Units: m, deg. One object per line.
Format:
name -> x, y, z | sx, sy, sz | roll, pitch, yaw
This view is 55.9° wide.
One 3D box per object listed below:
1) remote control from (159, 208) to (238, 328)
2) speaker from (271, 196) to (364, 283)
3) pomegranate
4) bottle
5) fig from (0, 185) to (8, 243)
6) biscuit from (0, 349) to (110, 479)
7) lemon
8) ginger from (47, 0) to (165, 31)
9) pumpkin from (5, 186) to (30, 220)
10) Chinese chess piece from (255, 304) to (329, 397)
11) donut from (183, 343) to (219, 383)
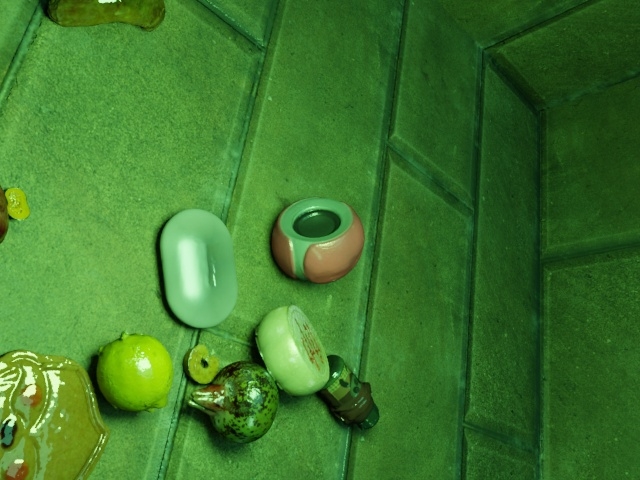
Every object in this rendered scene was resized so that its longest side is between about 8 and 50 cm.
remote control -> -0.331, 0.075, 1.661 | 0.221, 0.103, 0.332 | -2, 80, -40
speaker -> 0.000, 0.000, 1.892 | 0.294, 0.294, 0.294 | 15, 68, -43
pomegranate -> -0.235, 0.421, 1.597 | 0.248, 0.214, 0.214 | 15, 68, -33
bottle -> 0.090, 0.496, 1.950 | 0.156, 0.143, 0.271 | -46, 111, -15
fig -> -0.745, -0.059, 1.227 | 0.205, 0.205, 0.205 | 15, 68, -43
biscuit -> -0.660, 0.401, 1.265 | 0.455, 0.078, 0.350 | 22, 67, -40
lemon -> -0.437, 0.317, 1.436 | 0.173, 0.173, 0.206 | -33, 92, -45
ginger -> -0.556, -0.646, 1.597 | 0.321, 0.172, 0.165 | -14, 49, -44
pumpkin -> -0.698, -0.080, 1.384 | 0.050, 0.028, 0.083 | 3, 68, -43
Chinese chess piece -> -0.078, 0.323, 1.769 | 0.270, 0.112, 0.270 | 58, 13, -21
donut -> -0.327, 0.337, 1.636 | 0.108, 0.043, 0.097 | 55, 47, -22
